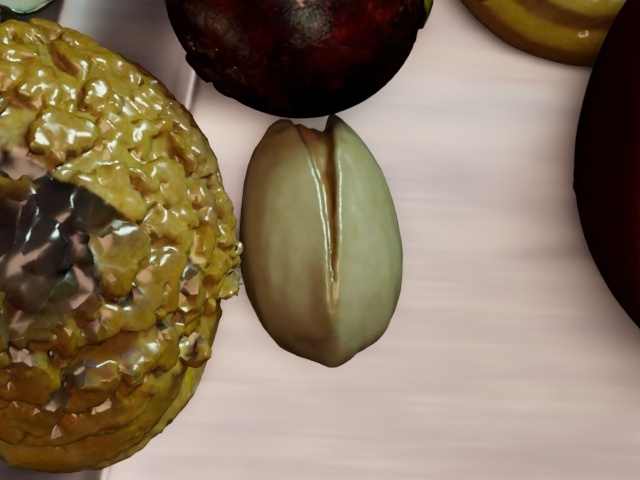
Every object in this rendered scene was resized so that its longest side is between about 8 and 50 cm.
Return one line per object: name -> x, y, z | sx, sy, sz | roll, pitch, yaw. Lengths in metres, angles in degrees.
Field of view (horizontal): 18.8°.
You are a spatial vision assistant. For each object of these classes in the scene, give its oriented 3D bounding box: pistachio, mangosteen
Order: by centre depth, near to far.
mangosteen -> -0.013, -0.186, 1.372 | 0.210, 0.210, 0.209 | 0, 89, -3
pistachio -> 0.000, 0.000, 1.405 | 0.124, 0.124, 0.184 | -9, 89, -3

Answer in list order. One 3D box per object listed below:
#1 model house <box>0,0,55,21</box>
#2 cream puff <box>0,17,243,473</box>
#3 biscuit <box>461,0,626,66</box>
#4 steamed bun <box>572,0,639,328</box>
model house -> -0.218, -0.207, 1.407 | 0.088, 0.100, 0.100 | 16, 84, -5
cream puff -> -0.220, 0.007, 1.342 | 0.327, 0.231, 0.343 | -23, 90, -6
biscuit -> 0.209, -0.246, 1.411 | 0.262, 0.037, 0.262 | -3, 116, -6
steamed bun -> 0.310, -0.069, 1.347 | 0.248, 0.235, 0.379 | 7, 103, -8
